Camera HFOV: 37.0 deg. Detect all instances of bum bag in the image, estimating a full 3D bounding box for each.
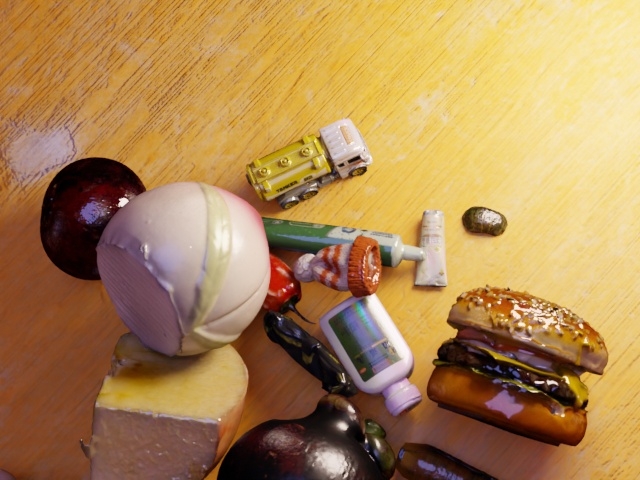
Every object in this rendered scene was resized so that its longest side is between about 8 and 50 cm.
[{"bbox_3d":[-0.019,0.199,1.674,0.060,0.107,0.232,-42,56,-10],"label":"bum bag"}]

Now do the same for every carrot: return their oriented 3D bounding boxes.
[{"bbox_3d":[0.250,0.414,1.601,0.260,0.070,0.070,25,81,16],"label":"carrot"}]

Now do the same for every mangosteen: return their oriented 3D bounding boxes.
[{"bbox_3d":[-0.385,-0.037,1.786,0.261,0.235,0.235,11,73,-29],"label":"mangosteen"},{"bbox_3d":[-0.018,0.401,1.537,0.297,0.297,0.313,28,90,17],"label":"mangosteen"}]

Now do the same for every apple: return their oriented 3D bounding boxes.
[{"bbox_3d":[-0.275,0.282,1.631,0.314,0.309,0.252,-37,102,13],"label":"apple"}]

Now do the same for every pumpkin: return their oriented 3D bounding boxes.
[{"bbox_3d":[0.299,-0.038,1.735,0.083,0.028,0.050,10,75,9],"label":"pumpkin"}]

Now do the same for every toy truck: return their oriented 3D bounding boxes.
[{"bbox_3d":[-0.022,-0.142,1.779,0.227,0.114,0.098,-25,72,3],"label":"toy truck"}]

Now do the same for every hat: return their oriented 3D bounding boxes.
[{"bbox_3d":[0.023,0.049,1.680,0.162,0.093,0.112,1,63,22],"label":"hat"}]

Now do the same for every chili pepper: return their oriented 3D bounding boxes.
[{"bbox_3d":[-0.075,0.091,1.742,0.192,0.084,0.086,42,96,23],"label":"chili pepper"}]

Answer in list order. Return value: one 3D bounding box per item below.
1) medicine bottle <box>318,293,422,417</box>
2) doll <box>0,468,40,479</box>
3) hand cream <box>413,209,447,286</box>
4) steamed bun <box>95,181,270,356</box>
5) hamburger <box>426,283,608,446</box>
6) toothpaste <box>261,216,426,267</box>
[{"bbox_3d":[0.097,0.202,1.681,0.115,0.078,0.219,-32,71,0],"label":"medicine bottle"},{"bbox_3d":[-0.549,0.489,1.690,0.251,0.221,0.221,-12,72,-16],"label":"doll"},{"bbox_3d":[0.201,0.013,1.737,0.061,0.039,0.143,0,80,11],"label":"hand cream"},{"bbox_3d":[-0.204,0.028,1.628,0.309,0.309,0.309,-3,74,10],"label":"steamed bun"},{"bbox_3d":[0.316,0.195,1.545,0.291,0.291,0.225,18,84,15],"label":"hamburger"},{"bbox_3d":[0.000,0.000,1.755,0.392,0.099,0.061,8,114,13],"label":"toothpaste"}]
